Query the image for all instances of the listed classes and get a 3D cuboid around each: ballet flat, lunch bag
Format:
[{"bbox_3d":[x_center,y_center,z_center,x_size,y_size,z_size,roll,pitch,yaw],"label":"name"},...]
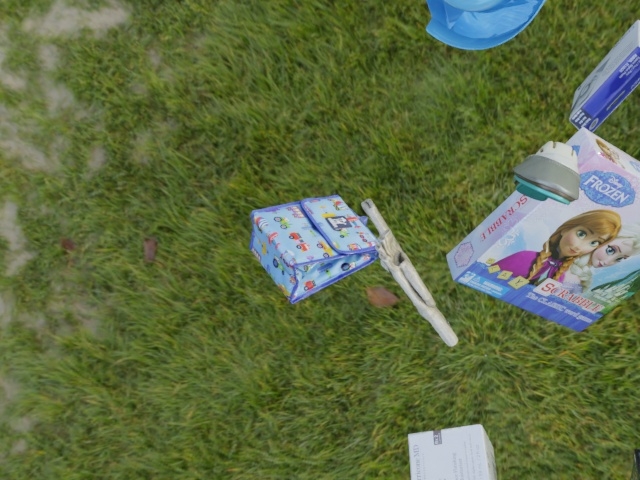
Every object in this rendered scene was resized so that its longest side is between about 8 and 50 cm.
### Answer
[{"bbox_3d":[0.257,-0.082,0.773,0.072,0.213,0.068,26,98,8],"label":"ballet flat"},{"bbox_3d":[0.000,0.000,1.729,0.293,0.138,0.221,-19,49,-27],"label":"lunch bag"}]

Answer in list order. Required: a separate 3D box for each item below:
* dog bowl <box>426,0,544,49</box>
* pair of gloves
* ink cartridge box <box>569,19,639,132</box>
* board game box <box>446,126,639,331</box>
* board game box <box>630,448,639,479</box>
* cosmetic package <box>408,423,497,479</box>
[{"bbox_3d":[0.112,-0.315,0.670,0.297,0.074,0.166,42,137,19],"label":"dog bowl"},{"bbox_3d":[0.131,0.049,1.100,0.042,0.240,0.204,-32,114,6],"label":"pair of gloves"},{"bbox_3d":[0.649,-0.359,1.528,0.045,0.224,0.223,32,132,-2],"label":"ink cartridge box"},{"bbox_3d":[0.435,0.002,1.138,0.318,0.318,0.066,-50,31,35],"label":"board game box"},{"bbox_3d":[0.682,0.554,1.432,0.026,0.126,0.186,-2,40,16],"label":"board game box"},{"bbox_3d":[0.319,0.549,1.631,0.183,0.151,0.151,-14,49,17],"label":"cosmetic package"}]
